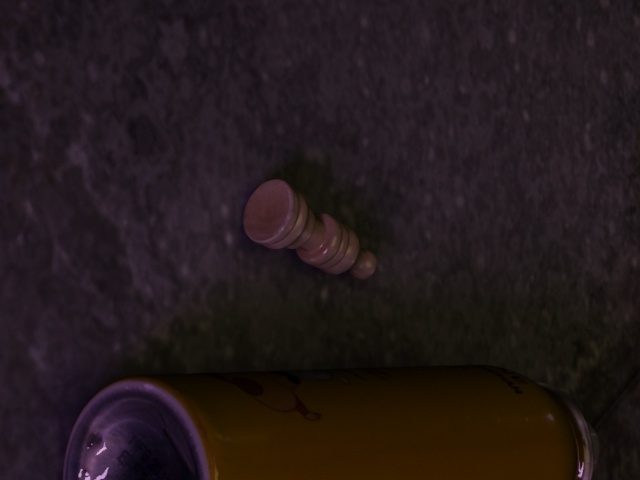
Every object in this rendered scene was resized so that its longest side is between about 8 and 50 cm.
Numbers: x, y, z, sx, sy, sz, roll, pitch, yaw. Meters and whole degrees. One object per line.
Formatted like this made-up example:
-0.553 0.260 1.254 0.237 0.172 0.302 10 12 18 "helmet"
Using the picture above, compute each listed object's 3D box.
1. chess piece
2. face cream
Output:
0.000 0.000 1.015 0.092 0.035 0.035 30 64 -47 "chess piece"
0.031 0.117 0.981 0.349 0.105 0.105 3 83 -48 "face cream"
